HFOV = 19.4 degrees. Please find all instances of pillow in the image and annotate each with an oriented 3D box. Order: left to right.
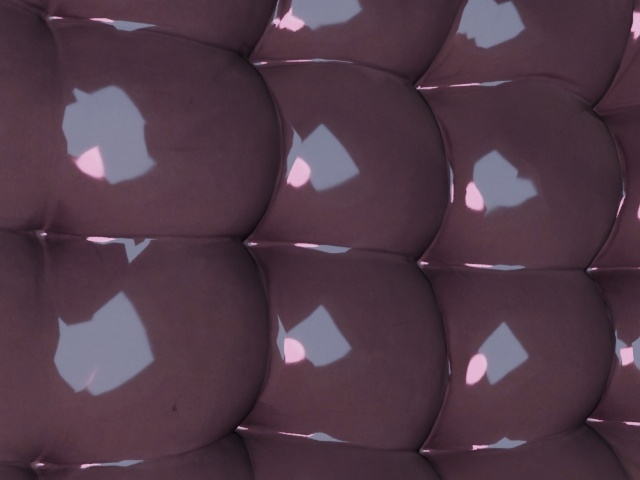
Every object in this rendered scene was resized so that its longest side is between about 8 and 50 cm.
[{"bbox_3d":[0.000,0.000,0.482,0.326,0.101,0.228,4,87,-31],"label":"pillow"}]
